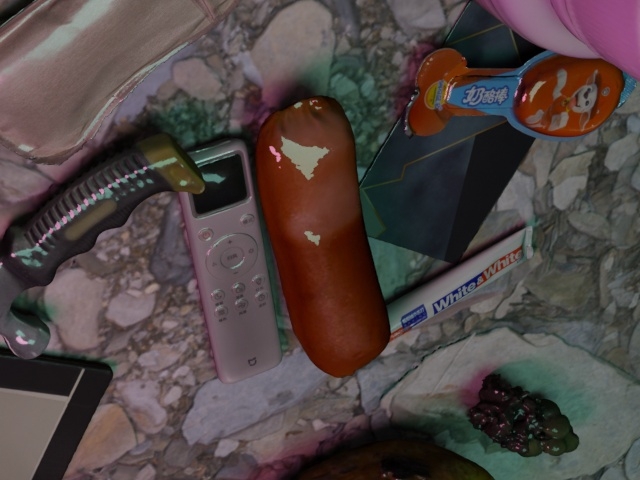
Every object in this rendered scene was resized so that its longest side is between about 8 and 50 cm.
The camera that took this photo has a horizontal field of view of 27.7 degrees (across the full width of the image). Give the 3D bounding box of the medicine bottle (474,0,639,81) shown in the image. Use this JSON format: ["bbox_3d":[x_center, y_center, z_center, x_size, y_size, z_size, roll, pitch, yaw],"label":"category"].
[{"bbox_3d":[0.221,-0.254,0.941,0.256,0.325,0.256,-14,126,-21],"label":"medicine bottle"}]

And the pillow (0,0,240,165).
[{"bbox_3d":[-0.165,-0.156,0.979,0.232,0.038,0.130,-42,135,3],"label":"pillow"}]

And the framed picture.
[{"bbox_3d":[-0.363,0.233,1.151,0.265,0.016,0.347,13,115,-35],"label":"framed picture"}]

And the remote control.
[{"bbox_3d":[-0.078,0.026,1.160,0.067,0.029,0.261,-20,129,-16],"label":"remote control"}]

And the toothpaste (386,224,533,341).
[{"bbox_3d":[0.123,0.050,1.293,0.218,0.033,0.052,-29,140,-14],"label":"toothpaste"}]

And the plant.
[{"bbox_3d":[0.222,0.200,1.426,0.087,0.085,0.174,-34,142,28],"label":"plant"}]

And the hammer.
[{"bbox_3d":[-0.204,-0.010,1.046,0.226,0.041,0.159,-34,133,4],"label":"hammer"}]

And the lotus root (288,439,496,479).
[{"bbox_3d":[0.055,0.302,1.345,0.290,0.193,0.193,-14,127,-18],"label":"lotus root"}]

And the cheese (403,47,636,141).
[{"bbox_3d":[0.189,-0.135,1.190,0.256,0.037,0.106,-5,122,-28],"label":"cheese"}]

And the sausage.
[{"bbox_3d":[0.000,0.000,1.154,0.089,0.083,0.300,-17,126,-7],"label":"sausage"}]

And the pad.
[{"bbox_3d":[0.133,-0.094,1.216,0.163,0.004,0.243,17,112,-37],"label":"pad"}]
